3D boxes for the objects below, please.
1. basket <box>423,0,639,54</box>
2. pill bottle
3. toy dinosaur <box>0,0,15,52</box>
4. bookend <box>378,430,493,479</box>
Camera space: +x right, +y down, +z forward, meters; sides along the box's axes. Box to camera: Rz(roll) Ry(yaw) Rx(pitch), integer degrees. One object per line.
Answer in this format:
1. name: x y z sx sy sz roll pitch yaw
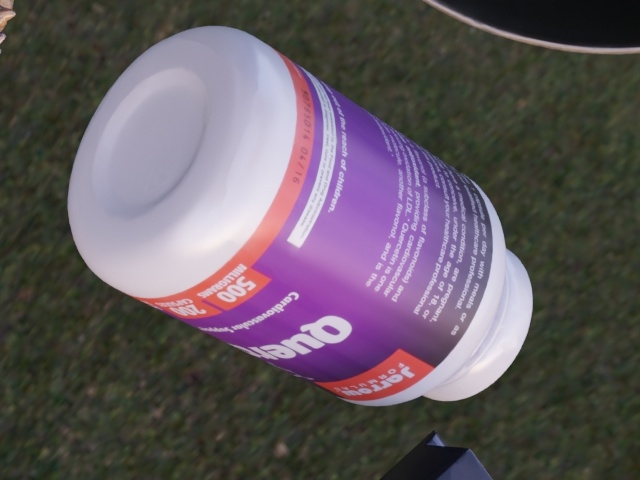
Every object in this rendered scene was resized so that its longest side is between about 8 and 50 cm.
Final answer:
1. basket: 0.119 -0.191 0.784 0.204 0.154 0.227 15 28 9
2. pill bottle: 0.000 0.000 1.239 0.323 0.181 0.181 30 50 -41
3. toy dinosaur: -0.238 -0.109 0.774 0.295 0.200 0.127 -5 51 -30
4. bookend: 0.070 0.198 1.159 0.157 0.156 0.072 -40 101 -21
